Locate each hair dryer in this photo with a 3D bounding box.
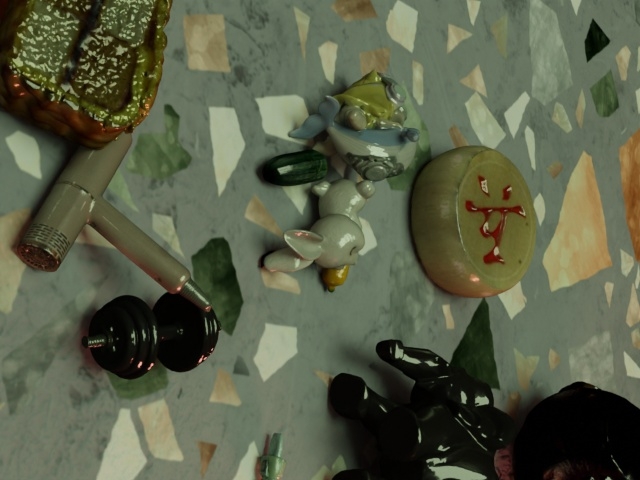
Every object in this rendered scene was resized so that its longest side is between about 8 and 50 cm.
[{"bbox_3d":[-0.201,-0.015,1.341,0.220,0.053,0.195,28,56,-9],"label":"hair dryer"}]

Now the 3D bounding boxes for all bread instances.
[{"bbox_3d":[-0.263,-0.224,1.312,0.181,0.096,0.222,22,65,-25],"label":"bread"}]

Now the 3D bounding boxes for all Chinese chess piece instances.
[{"bbox_3d":[0.250,-0.030,1.922,0.250,0.103,0.249,10,77,-47],"label":"Chinese chess piece"}]

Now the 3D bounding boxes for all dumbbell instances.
[{"bbox_3d":[-0.191,0.108,1.364,0.208,0.099,0.099,-3,86,-51],"label":"dumbbell"}]

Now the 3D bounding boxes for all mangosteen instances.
[{"bbox_3d":[0.462,0.366,2.005,0.288,0.233,0.287,20,53,-29],"label":"mangosteen"}]

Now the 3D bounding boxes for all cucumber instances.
[{"bbox_3d":[-0.039,-0.099,1.625,0.105,0.048,0.048,-14,94,-49],"label":"cucumber"}]

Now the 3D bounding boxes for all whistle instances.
[{"bbox_3d":[-0.063,0.300,1.535,0.035,0.035,0.100,32,59,-43],"label":"whistle"}]

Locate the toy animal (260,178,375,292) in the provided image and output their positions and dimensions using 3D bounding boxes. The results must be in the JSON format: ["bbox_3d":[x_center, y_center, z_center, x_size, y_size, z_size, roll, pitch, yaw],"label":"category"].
[{"bbox_3d":[0.000,0.000,1.642,0.127,0.131,0.181,30,47,-7],"label":"toy animal"}]

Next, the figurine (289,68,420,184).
[{"bbox_3d":[0.062,-0.166,1.697,0.209,0.128,0.183,12,50,-36],"label":"figurine"}]

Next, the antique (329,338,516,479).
[{"bbox_3d":[0.149,0.310,1.677,0.255,0.185,0.322,14,67,-44],"label":"antique"}]
